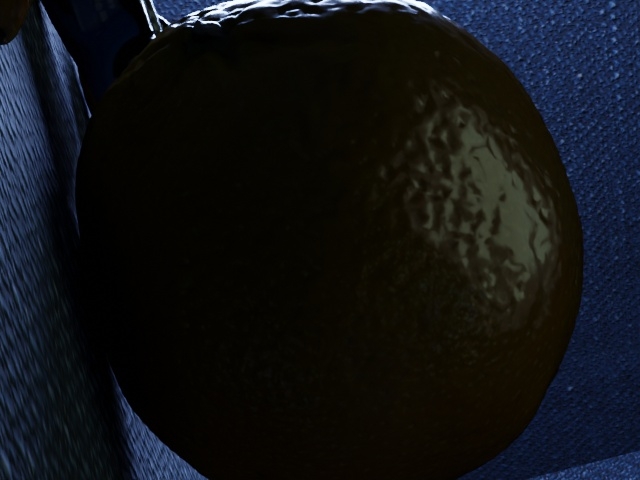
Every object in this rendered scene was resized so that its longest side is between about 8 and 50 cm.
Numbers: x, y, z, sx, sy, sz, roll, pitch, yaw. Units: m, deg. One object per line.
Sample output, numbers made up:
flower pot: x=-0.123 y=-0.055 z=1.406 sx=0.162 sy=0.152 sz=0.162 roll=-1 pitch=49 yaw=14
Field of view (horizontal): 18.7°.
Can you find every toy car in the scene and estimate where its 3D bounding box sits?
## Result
toy car: x=-0.127 y=-0.156 z=1.051 sx=0.103 sy=0.063 sz=0.216 roll=-111 pitch=-179 yaw=-72

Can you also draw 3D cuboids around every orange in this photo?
orange: x=0.000 y=0.000 z=0.935 sx=0.264 sy=0.264 sz=0.264 roll=166 pitch=-90 yaw=-88

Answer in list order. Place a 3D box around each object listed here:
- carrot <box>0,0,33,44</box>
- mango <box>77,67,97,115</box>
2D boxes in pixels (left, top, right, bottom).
carrot: x=-0.126 y=-0.132 z=0.811 sx=0.216 sy=0.048 sz=0.048 roll=-98 pitch=176 yaw=-59
mango: x=-0.117 y=-0.096 z=1.206 sx=0.077 sy=0.063 sz=0.127 roll=-95 pitch=167 yaw=-68
